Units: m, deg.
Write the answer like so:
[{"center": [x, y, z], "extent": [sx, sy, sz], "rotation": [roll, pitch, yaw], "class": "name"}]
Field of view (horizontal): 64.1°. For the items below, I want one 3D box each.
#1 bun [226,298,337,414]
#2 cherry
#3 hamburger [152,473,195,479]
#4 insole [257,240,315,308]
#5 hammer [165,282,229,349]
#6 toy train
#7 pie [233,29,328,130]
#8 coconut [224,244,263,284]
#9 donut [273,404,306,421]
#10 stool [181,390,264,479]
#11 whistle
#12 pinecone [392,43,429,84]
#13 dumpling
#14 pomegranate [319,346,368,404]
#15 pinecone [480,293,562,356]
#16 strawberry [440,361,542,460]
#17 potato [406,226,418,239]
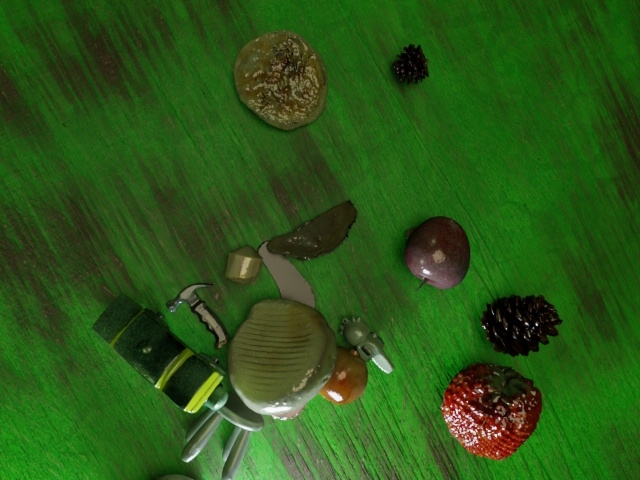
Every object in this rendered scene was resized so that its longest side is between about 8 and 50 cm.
[{"center": [-0.115, 0.367, 1.589], "extent": [0.364, 0.219, 0.366], "rotation": [-11, 56, 17], "class": "bun"}, {"center": [0.396, 0.055, 1.732], "extent": [0.212, 0.236, 0.286], "rotation": [21, 71, 31], "class": "cherry"}, {"center": [-0.460, 0.868, 1.559], "extent": [0.276, 0.179, 0.294], "rotation": [-41, 97, -9], "class": "hamburger"}, {"center": [-0.111, 0.138, 1.730], "extent": [0.110, 0.012, 0.310], "rotation": [-36, 96, -12], "class": "insole"}, {"center": [-0.373, 0.246, 1.661], "extent": [0.158, 0.041, 0.227], "rotation": [-36, 95, -8], "class": "hammer"}, {"center": [-0.459, 0.330, 1.483], "extent": [0.442, 0.272, 0.179], "rotation": [35, 74, 15], "class": "toy train"}, {"center": [-0.127, -0.533, 1.708], "extent": [0.338, 0.077, 0.340], "rotation": [0, 88, -11], "class": "pie"}, {"center": [-0.245, 0.075, 1.653], "extent": [0.116, 0.116, 0.122], "rotation": [14, 90, -11], "class": "coconut"}, {"center": [-0.116, 0.537, 1.695], "extent": [0.165, 0.065, 0.117], "rotation": [-1, 88, -10], "class": "donut"}, {"center": [-0.307, 0.598, 1.594], "extent": [0.195, 0.195, 0.199], "rotation": [35, 87, -9], "class": "stool"}, {"center": [0.160, 0.352, 1.738], "extent": [0.244, 0.092, 0.110], "rotation": [46, 110, -2], "class": "whistle"}, {"center": [0.314, -0.609, 1.776], "extent": [0.120, 0.140, 0.140], "rotation": [-23, 94, 17], "class": "pinecone"}, {"center": [-0.001, -0.001, 1.719], "extent": [0.332, 0.086, 0.166], "rotation": [-29, 62, -11], "class": "dumpling"}, {"center": [0.064, 0.438, 1.678], "extent": [0.191, 0.191, 0.192], "rotation": [0, 89, -11], "class": "pomegranate"}, {"center": [0.695, 0.293, 1.777], "extent": [0.224, 0.272, 0.225], "rotation": [20, 61, -40], "class": "pinecone"}, {"center": [0.575, 0.593, 1.762], "extent": [0.311, 0.267, 0.352], "rotation": [14, 118, 15], "class": "strawberry"}, {"center": [0.331, -0.024, 1.817], "extent": [0.093, 0.036, 0.037], "rotation": [-16, 55, -29], "class": "potato"}]
